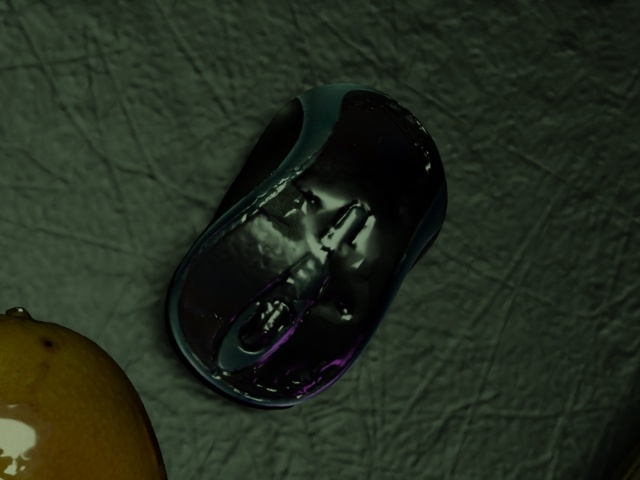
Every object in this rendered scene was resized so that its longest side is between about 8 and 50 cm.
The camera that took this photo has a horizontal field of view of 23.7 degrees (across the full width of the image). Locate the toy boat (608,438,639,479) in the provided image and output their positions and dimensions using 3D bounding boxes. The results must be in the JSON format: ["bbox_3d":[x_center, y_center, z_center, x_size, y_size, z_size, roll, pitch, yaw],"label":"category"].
[{"bbox_3d":[0.255,0.155,1.020,0.089,0.121,0.321,42,88,-6],"label":"toy boat"}]

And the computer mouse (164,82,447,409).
[{"bbox_3d":[0.000,0.000,0.983,0.137,0.096,0.233,36,73,-8],"label":"computer mouse"}]

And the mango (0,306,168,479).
[{"bbox_3d":[-0.170,0.157,0.895,0.166,0.136,0.236,-9,90,-19],"label":"mango"}]
